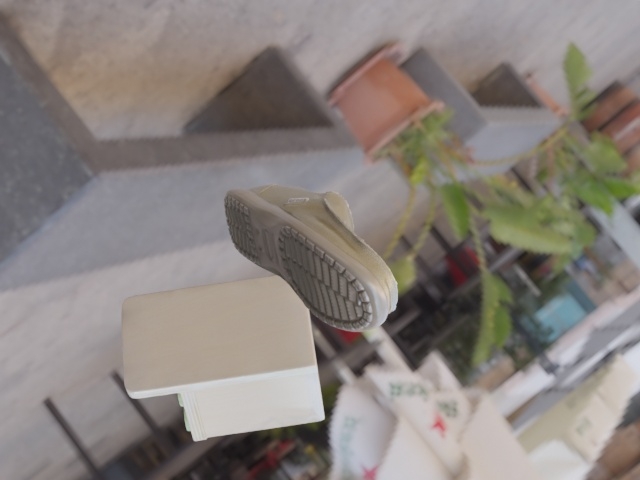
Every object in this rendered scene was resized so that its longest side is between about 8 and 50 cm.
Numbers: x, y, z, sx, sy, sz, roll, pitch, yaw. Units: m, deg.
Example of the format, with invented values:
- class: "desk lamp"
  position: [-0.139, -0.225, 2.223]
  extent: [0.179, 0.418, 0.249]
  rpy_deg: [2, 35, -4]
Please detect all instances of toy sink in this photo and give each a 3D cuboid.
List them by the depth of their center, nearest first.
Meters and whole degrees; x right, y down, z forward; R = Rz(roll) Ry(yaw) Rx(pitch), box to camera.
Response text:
- class: "toy sink"
  position: [-0.122, 0.152, 1.745]
  extent: [0.234, 0.152, 0.131]
  rpy_deg: [-9, 139, -1]

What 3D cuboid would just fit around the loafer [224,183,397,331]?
- class: "loafer"
  position: [0.000, 0.000, 1.358]
  extent: [0.092, 0.268, 0.102]
  rpy_deg: [-25, 125, -23]
